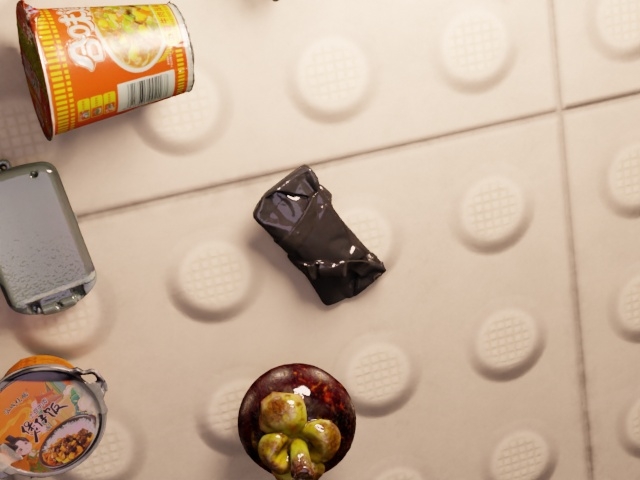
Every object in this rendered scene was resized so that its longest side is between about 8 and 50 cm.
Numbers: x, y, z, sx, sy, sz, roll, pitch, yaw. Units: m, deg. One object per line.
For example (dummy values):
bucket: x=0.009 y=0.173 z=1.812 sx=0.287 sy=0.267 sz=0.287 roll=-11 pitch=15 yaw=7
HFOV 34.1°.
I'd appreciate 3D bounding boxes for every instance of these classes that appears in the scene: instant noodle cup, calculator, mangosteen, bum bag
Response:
instant noodle cup: x=-0.417 y=0.247 z=1.563 sx=0.208 sy=0.125 sz=0.178 roll=-26 pitch=111 yaw=-9
calculator: x=-0.424 y=-0.005 z=1.534 sx=0.141 sy=0.045 sz=0.246 roll=-21 pitch=110 yaw=-10
mangosteen: x=-0.033 y=0.300 z=1.644 sx=0.192 sy=0.217 sz=0.192 roll=-4 pitch=110 yaw=-10
bum bag: x=0.000 y=0.000 z=1.654 sx=0.123 sy=0.060 sz=0.248 roll=-41 pitch=113 yaw=-3
instant noodle cup: x=-0.294 y=-0.252 z=1.445 sx=0.212 sy=0.193 sz=0.193 roll=-15 pitch=109 yaw=-20
